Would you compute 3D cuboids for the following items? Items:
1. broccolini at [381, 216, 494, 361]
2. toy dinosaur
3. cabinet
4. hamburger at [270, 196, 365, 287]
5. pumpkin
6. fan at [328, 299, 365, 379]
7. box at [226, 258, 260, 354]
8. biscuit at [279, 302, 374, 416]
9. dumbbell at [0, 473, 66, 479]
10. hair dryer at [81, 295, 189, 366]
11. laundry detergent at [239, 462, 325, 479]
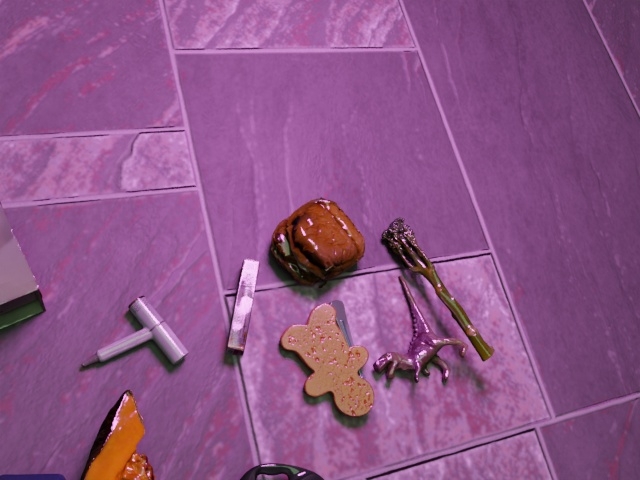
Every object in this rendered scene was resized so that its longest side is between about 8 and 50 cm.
[{"bbox_3d":[0.280,0.112,1.432,0.074,0.079,0.392,-19,69,-41],"label":"broccolini"},{"bbox_3d":[0.234,0.222,1.393,0.199,0.072,0.251,25,70,2],"label":"toy dinosaur"},{"bbox_3d":[-0.632,0.054,1.129,0.150,0.145,0.206,-24,77,-27],"label":"cabinet"},{"bbox_3d":[0.000,0.000,1.377,0.206,0.130,0.183,-36,85,-30],"label":"hamburger"},{"bbox_3d":[-0.371,0.422,1.042,0.163,0.111,0.278,-7,68,-54],"label":"pumpkin"},{"bbox_3d":[0.064,0.224,1.362,0.038,0.016,0.193,-12,71,-25],"label":"fan"},{"bbox_3d":[-0.167,0.141,1.301,0.041,0.050,0.207,12,64,-10],"label":"box"},{"bbox_3d":[0.025,0.272,1.315,0.165,0.036,0.250,-33,79,-18],"label":"biscuit"},{"bbox_3d":[-0.447,0.446,0.916,0.144,0.325,0.160,33,55,-7],"label":"dumbbell"},{"bbox_3d":[-0.381,0.223,1.204,0.183,0.044,0.155,-39,82,-23],"label":"hair dryer"},{"bbox_3d":[-0.103,0.498,1.155,0.221,0.078,0.144,15,62,-9],"label":"laundry detergent"}]
